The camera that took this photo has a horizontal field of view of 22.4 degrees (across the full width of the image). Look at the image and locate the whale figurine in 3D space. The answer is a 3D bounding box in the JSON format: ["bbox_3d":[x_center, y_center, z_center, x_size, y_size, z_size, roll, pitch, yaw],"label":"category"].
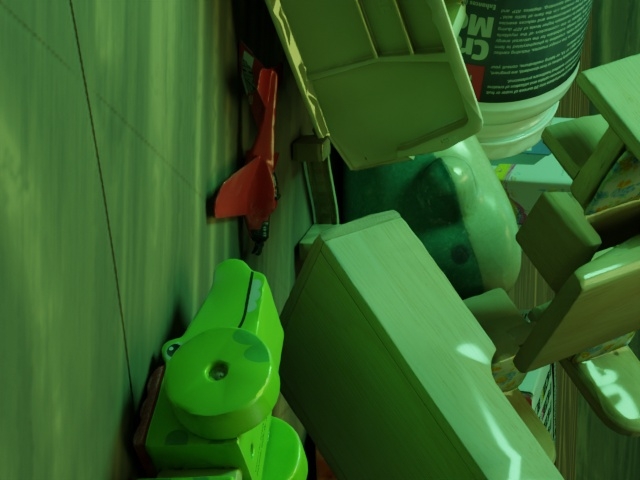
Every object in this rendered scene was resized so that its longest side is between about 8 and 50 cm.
[{"bbox_3d":[0.066,-0.056,1.386,0.216,0.141,0.272,-133,-161,-74],"label":"whale figurine"}]

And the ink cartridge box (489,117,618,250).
[{"bbox_3d":[0.231,-0.062,1.811,0.154,0.212,0.093,72,29,-56],"label":"ink cartridge box"}]

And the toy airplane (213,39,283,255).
[{"bbox_3d":[-0.042,-0.063,1.125,0.151,0.028,0.151,2,90,-77],"label":"toy airplane"}]

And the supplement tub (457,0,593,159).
[{"bbox_3d":[0.149,-0.226,1.446,0.191,0.191,0.272,-72,171,-45],"label":"supplement tub"}]

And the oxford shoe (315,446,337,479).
[{"bbox_3d":[0.036,0.272,1.298,0.132,0.130,0.363,87,15,-46],"label":"oxford shoe"}]

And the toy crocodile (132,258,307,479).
[{"bbox_3d":[-0.074,0.161,0.932,0.115,0.105,0.340,72,20,-52],"label":"toy crocodile"}]

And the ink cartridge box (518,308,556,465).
[{"bbox_3d":[0.201,0.276,1.918,0.272,0.130,0.309,-58,148,-60],"label":"ink cartridge box"}]

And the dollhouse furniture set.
[{"bbox_3d":[0.201,0.084,1.186,0.256,0.394,0.362,56,-35,25],"label":"dollhouse furniture set"}]

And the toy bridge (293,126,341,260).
[{"bbox_3d":[0.000,0.000,1.301,0.063,0.026,0.188,-52,142,-70],"label":"toy bridge"}]

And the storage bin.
[{"bbox_3d":[0.052,-0.227,1.167,0.262,0.123,0.260,-68,142,-54],"label":"storage bin"}]
